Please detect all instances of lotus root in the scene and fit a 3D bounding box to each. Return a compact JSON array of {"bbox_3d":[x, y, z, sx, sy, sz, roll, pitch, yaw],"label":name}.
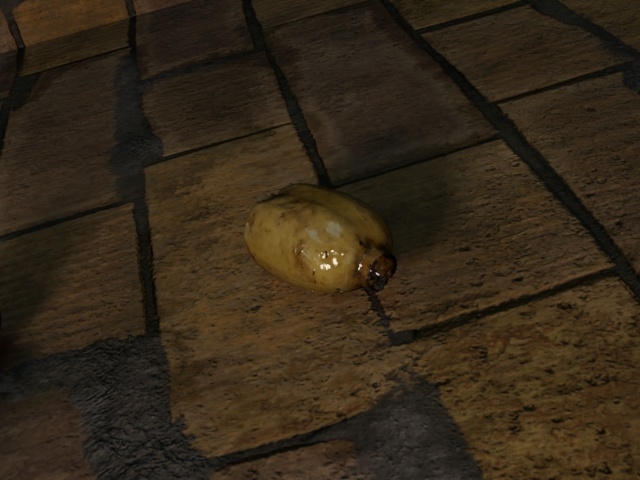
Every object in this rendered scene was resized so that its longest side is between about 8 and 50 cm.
[{"bbox_3d":[0.000,0.000,1.364,0.284,0.146,0.160,26,68,42],"label":"lotus root"}]
